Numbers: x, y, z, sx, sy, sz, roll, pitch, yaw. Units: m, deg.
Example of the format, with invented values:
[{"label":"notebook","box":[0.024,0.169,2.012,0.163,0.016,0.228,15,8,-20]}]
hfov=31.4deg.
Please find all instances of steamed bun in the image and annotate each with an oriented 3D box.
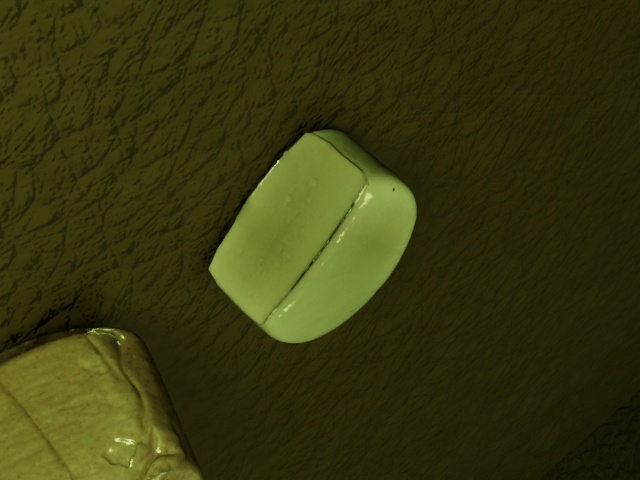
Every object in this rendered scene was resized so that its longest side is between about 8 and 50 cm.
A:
[{"label":"steamed bun","box":[-0.283,0.254,1.197,0.301,0.251,0.199,-26,145,-17]},{"label":"steamed bun","box":[0.000,0.000,1.350,0.241,0.146,0.164,-54,147,12]}]
